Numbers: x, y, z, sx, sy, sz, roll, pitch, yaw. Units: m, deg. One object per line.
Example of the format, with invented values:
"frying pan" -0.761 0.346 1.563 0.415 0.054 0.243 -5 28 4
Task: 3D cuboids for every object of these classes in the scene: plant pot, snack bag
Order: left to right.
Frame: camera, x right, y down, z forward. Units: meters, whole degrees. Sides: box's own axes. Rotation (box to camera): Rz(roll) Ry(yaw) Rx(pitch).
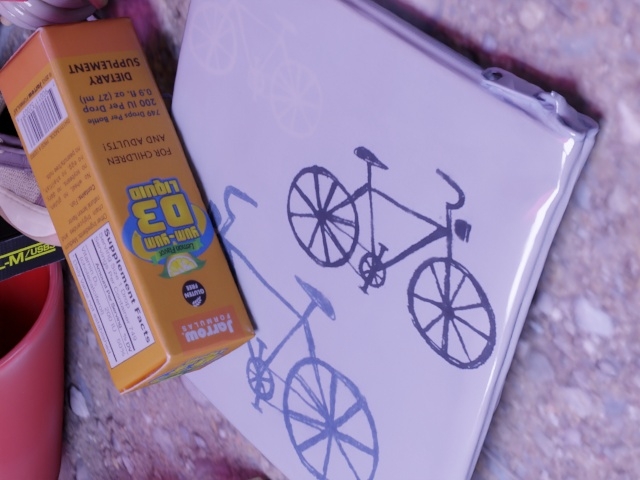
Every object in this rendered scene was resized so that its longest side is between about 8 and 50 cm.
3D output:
"plant pot" -0.342 0.130 1.147 0.275 0.275 0.243 36 144 36
"snack bag" 0.000 0.000 0.797 0.323 0.037 0.342 39 129 36

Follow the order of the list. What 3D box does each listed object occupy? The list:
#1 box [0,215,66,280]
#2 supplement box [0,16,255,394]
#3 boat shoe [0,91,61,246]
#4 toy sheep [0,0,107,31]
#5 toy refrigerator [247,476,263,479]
"box" -0.322 -0.019 1.084 0.191 0.184 0.045 34 134 39
"supplement box" -0.127 -0.024 0.851 0.080 0.078 0.233 -29 80 47
"boat shoe" -0.237 -0.075 1.025 0.285 0.103 0.092 28 114 48
"toy sheep" -0.190 -0.184 0.913 0.132 0.091 0.091 -36 79 39
"toy refrigerator" -0.017 0.294 0.894 0.269 0.102 0.094 47 143 38
